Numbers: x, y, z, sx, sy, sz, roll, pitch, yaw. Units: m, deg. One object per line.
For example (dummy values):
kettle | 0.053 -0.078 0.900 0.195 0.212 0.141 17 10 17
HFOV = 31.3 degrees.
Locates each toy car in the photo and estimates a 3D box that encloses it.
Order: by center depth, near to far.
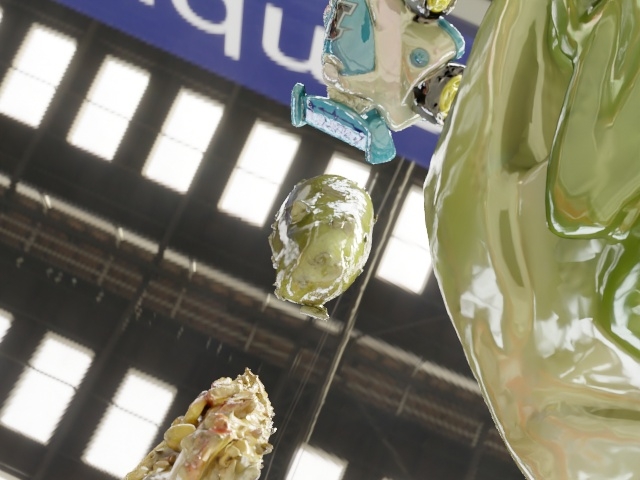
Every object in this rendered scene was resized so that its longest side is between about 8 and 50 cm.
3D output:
toy car | 0.034 -0.144 0.805 0.098 0.161 0.126 -36 -133 -28

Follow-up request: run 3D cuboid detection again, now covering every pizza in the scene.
pizza | -0.147 0.226 1.032 0.251 0.288 0.074 -43 -88 -1

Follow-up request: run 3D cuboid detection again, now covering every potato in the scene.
potato | 0.000 0.000 1.087 0.090 0.225 0.117 30 -74 -10

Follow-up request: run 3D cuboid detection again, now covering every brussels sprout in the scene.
brussels sprout | 0.187 -0.044 0.342 0.247 0.328 0.328 23 -114 -36
